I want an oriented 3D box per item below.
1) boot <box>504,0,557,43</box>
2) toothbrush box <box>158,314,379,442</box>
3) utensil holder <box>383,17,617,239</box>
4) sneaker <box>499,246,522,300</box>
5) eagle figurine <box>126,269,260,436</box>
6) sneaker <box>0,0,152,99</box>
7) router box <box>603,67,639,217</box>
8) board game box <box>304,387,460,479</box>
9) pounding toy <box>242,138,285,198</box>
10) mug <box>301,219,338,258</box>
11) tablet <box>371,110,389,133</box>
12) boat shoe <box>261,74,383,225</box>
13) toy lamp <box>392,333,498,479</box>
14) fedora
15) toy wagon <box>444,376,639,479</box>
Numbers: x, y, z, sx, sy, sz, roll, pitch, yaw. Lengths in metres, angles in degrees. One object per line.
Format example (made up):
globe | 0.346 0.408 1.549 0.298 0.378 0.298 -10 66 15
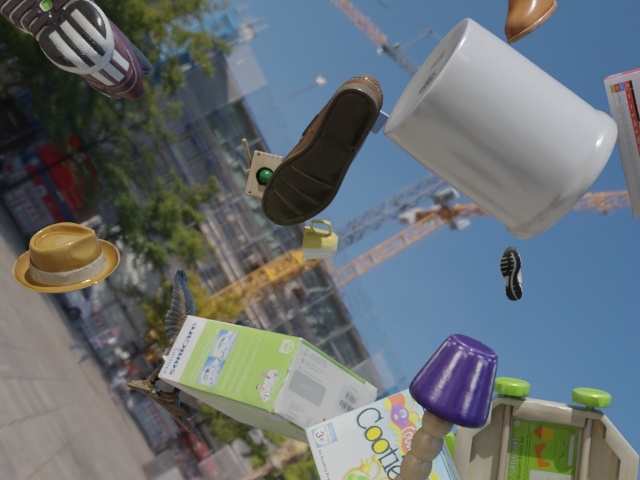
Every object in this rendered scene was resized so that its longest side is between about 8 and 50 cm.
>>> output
boot | 0.255 -0.372 1.102 0.152 0.197 0.073 43 -36 -24
toothbrush box | -0.086 0.230 1.306 0.283 0.122 0.206 2 -28 45
utensil holder | 0.375 -0.239 1.759 0.385 0.328 0.327 34 -12 -9
sneaker | 0.361 0.059 1.547 0.044 0.040 0.109 -67 151 -62
eagle figurine | -0.276 0.225 1.758 0.225 0.298 0.226 18 -31 27
sneaker | -0.308 -0.264 1.035 0.281 0.106 0.162 53 5 33
router box | 0.832 -0.243 1.852 0.082 0.301 0.336 -33 110 -63
board game box | 0.094 0.293 1.041 0.275 0.142 0.144 57 12 -69
pounding toy | -0.145 -0.168 1.982 0.141 0.100 0.130 -19 122 -86
mug | 0.000 0.004 1.509 0.078 0.064 0.062 96 0 -68
tablet | 0.135 -0.299 2.031 0.054 0.006 0.083 31 -32 -8
boat shoe | 0.011 -0.149 1.400 0.110 0.307 0.104 38 31 -8
toy lamp | 0.088 0.218 0.764 0.080 0.275 0.080 22 12 -5
fedora | -0.475 0.021 1.518 0.194 0.194 0.079 44 -38 46
toy wagon | 0.295 0.345 1.240 0.068 0.344 0.267 6 91 -78
